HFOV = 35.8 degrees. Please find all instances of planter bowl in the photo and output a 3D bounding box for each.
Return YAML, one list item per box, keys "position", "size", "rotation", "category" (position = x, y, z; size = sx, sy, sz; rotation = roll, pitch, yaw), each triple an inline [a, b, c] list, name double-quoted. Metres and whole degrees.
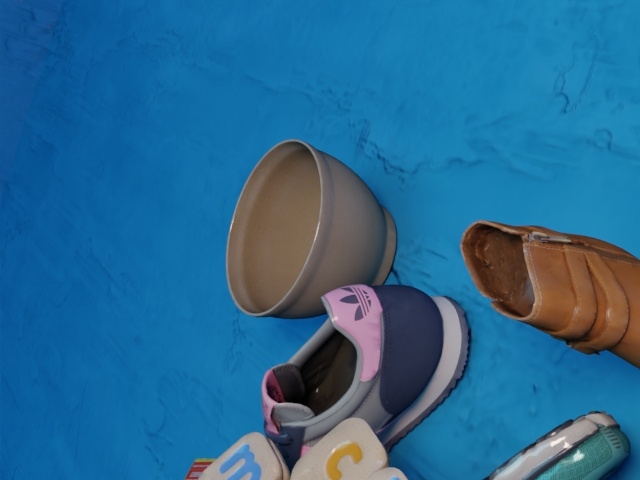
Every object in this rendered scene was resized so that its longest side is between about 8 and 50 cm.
- position: [0.000, 0.000, 0.903]
  size: [0.162, 0.109, 0.162]
  rotation: [-32, 50, 49]
  category: "planter bowl"

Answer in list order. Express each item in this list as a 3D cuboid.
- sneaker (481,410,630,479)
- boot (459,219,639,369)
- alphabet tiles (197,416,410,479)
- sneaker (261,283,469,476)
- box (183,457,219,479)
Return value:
- position: [0.129, 0.229, 0.630]
  size: [0.110, 0.107, 0.275]
  rotation: [38, 115, 36]
  category: "sneaker"
- position: [0.176, 0.050, 0.551]
  size: [0.197, 0.152, 0.073]
  rotation: [38, 108, 57]
  category: "boot"
- position: [-0.042, 0.252, 0.639]
  size: [0.278, 0.021, 0.284]
  rotation: [-42, 35, 1]
  category: "alphabet tiles"
- position: [-0.013, 0.158, 0.829]
  size: [0.319, 0.131, 0.112]
  rotation: [-60, 34, 23]
  category: "sneaker"
- position: [-0.139, 0.322, 0.944]
  size: [0.087, 0.058, 0.232]
  rotation: [-17, 36, 56]
  category: "box"
